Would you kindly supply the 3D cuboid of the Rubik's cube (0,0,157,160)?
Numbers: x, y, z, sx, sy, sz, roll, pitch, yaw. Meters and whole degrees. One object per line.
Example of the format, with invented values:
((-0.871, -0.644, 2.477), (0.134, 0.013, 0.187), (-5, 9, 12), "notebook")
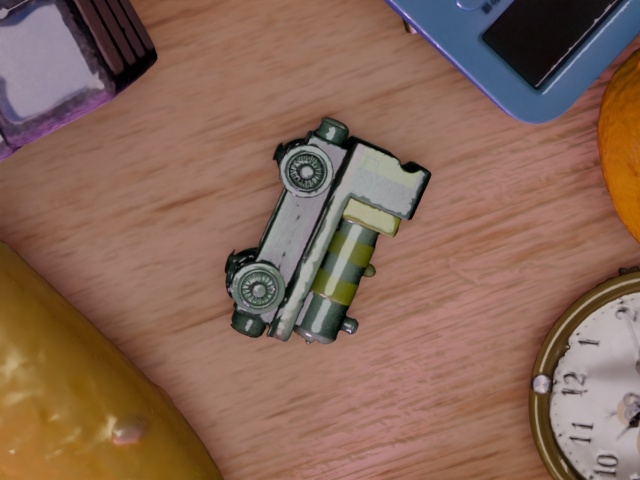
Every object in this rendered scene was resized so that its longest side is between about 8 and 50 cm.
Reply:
((-0.357, -0.193, 1.355), (0.344, 0.344, 0.337), (-27, 99, 4), "Rubik's cube")

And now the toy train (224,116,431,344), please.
((0.000, 0.000, 1.528), (0.132, 0.083, 0.200), (23, 98, -8), "toy train")

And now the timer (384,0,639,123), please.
((0.168, -0.242, 1.431), (0.250, 0.091, 0.232), (40, 96, -11), "timer")

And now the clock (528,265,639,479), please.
((0.296, 0.138, 1.571), (0.237, 0.057, 0.237), (0, 97, -2), "clock")

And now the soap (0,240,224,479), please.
((-0.264, 0.207, 1.522), (0.306, 0.115, 0.427), (-36, 109, 2), "soap")

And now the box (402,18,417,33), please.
((0.171, -0.295, 1.497), (0.260, 0.062, 0.175), (-18, 99, 2), "box")

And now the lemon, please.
((0.325, -0.071, 1.469), (0.188, 0.188, 0.257), (-25, 117, 2), "lemon")
